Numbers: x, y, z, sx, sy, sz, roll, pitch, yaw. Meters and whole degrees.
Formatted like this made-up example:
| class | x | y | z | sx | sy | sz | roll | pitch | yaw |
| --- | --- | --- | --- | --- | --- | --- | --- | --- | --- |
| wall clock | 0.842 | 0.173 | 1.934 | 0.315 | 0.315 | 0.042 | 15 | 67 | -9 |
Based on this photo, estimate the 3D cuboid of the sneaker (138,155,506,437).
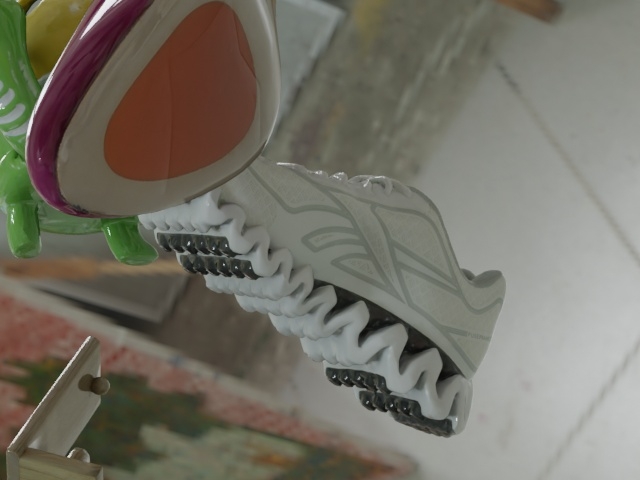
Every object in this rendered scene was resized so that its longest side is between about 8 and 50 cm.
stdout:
| class | x | y | z | sx | sy | sz | roll | pitch | yaw |
| --- | --- | --- | --- | --- | --- | --- | --- | --- | --- |
| sneaker | 0.000 | 0.000 | 1.171 | 0.110 | 0.292 | 0.118 | 12 | 67 | 55 |

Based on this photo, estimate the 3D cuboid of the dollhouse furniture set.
| class | x | y | z | sx | sy | sz | roll | pitch | yaw |
| --- | --- | --- | --- | --- | --- | --- | --- | --- | --- |
| dollhouse furniture set | -0.102 | 0.169 | 1.240 | 0.123 | 0.151 | 0.144 | -60 | -21 | -53 |

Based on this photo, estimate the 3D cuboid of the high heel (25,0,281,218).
| class | x | y | z | sx | sy | sz | roll | pitch | yaw |
| --- | --- | --- | --- | --- | --- | --- | --- | --- | --- |
| high heel | -0.098 | -0.126 | 1.063 | 0.181 | 0.377 | 0.127 | 7 | 121 | 25 |

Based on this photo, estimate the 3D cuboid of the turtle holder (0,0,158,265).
| class | x | y | z | sx | sy | sz | roll | pitch | yaw |
| --- | --- | --- | --- | --- | --- | --- | --- | --- | --- |
| turtle holder | -0.211 | -0.121 | 1.724 | 0.243 | 0.320 | 0.227 | -40 | 62 | 48 |
